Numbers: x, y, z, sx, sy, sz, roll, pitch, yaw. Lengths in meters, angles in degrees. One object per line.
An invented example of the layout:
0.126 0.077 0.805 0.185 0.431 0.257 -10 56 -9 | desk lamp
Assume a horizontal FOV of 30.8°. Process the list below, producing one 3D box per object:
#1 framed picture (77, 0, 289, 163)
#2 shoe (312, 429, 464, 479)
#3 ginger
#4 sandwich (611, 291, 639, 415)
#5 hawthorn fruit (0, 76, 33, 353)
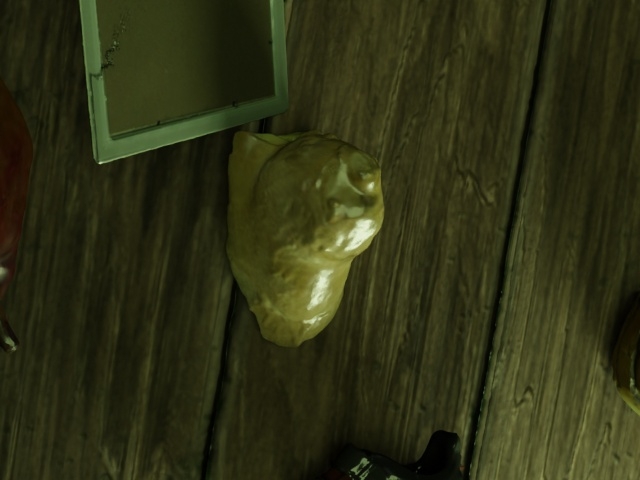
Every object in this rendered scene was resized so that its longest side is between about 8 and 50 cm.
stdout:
-0.108 -0.225 0.895 0.232 0.019 0.296 -22 116 -50 | framed picture
0.039 0.231 1.034 0.227 0.099 0.112 -1 89 -19 | shoe
-0.001 0.003 0.987 0.115 0.122 0.193 -10 105 -34 | ginger
0.419 0.073 1.112 0.249 0.095 0.273 22 89 -16 | sandwich
-0.356 -0.070 0.793 0.325 0.308 0.308 6 95 -25 | hawthorn fruit
